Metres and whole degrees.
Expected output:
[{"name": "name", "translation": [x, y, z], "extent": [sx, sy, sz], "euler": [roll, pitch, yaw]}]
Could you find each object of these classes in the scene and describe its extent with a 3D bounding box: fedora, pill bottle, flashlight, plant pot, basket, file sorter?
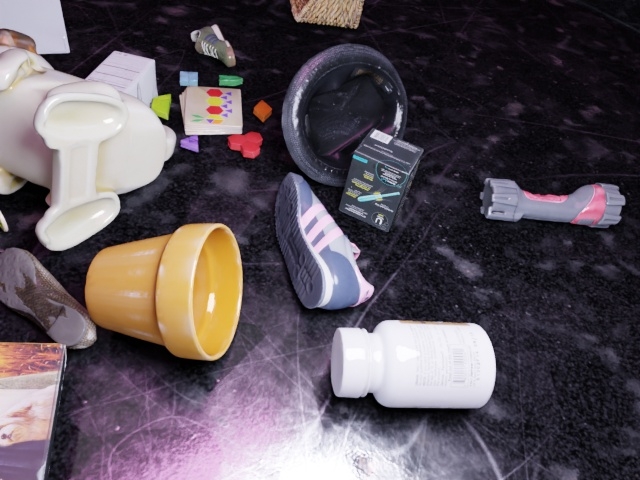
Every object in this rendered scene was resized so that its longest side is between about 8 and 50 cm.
[{"name": "fedora", "translation": [0.036, -0.281, 1.200], "extent": [0.333, 0.335, 0.152], "euler": [-19, 19, -27]}, {"name": "pill bottle", "translation": [0.137, 0.190, 0.811], "extent": [0.229, 0.131, 0.131], "euler": [3, 46, -9]}, {"name": "flashlight", "translation": [0.519, -0.092, 1.188], "extent": [0.303, 0.103, 0.103], "euler": [7, 19, -4]}, {"name": "plant pot", "translation": [-0.243, 0.075, 0.812], "extent": [0.187, 0.205, 0.205], "euler": [1, 44, 11]}, {"name": "basket", "translation": [0.019, -0.873, 1.747], "extent": [0.222, 0.214, 0.299], "euler": [2, 46, -11]}, {"name": "file sorter", "translation": [-0.807, -0.596, 1.323], "extent": [0.277, 0.193, 0.173], "euler": [-11, 48, -22]}]

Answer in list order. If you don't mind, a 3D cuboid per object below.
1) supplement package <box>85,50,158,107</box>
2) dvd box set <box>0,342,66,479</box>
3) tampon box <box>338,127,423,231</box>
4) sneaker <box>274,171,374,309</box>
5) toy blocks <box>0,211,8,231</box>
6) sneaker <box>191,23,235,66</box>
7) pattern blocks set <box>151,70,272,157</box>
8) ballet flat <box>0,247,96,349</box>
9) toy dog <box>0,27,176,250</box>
[{"name": "supplement package", "translation": [-0.460, -0.342, 1.211], "extent": [0.105, 0.105, 0.179], "euler": [13, 46, 1]}, {"name": "dvd box set", "translation": [-0.535, 0.257, 0.588], "extent": [0.419, 0.062, 0.308], "euler": [6, 50, -20]}, {"name": "tampon box", "translation": [0.124, -0.124, 1.088], "extent": [0.120, 0.161, 0.101], "euler": [26, 47, 11]}, {"name": "sneaker", "translation": [0.000, 0.000, 1.001], "extent": [0.130, 0.112, 0.319], "euler": [7, 46, -29]}, {"name": "toy blocks", "translation": [-0.644, -0.031, 0.909], "extent": [0.148, 0.054, 0.123], "euler": [-30, 59, -34]}, {"name": "sneaker", "translation": [-0.305, -0.537, 1.468], "extent": [0.086, 0.064, 0.192], "euler": [-18, 52, -17]}, {"name": "pattern blocks set", "translation": [-0.263, -0.316, 1.283], "extent": [0.285, 0.026, 0.325], "euler": [7, 46, -6]}, {"name": "ballet flat", "translation": [-0.439, 0.093, 0.840], "extent": [0.249, 0.058, 0.084], "euler": [30, 83, 24]}, {"name": "toy dog", "translation": [-0.518, -0.244, 0.990], "extent": [0.407, 0.285, 0.395], "euler": [30, 42, 17]}]
